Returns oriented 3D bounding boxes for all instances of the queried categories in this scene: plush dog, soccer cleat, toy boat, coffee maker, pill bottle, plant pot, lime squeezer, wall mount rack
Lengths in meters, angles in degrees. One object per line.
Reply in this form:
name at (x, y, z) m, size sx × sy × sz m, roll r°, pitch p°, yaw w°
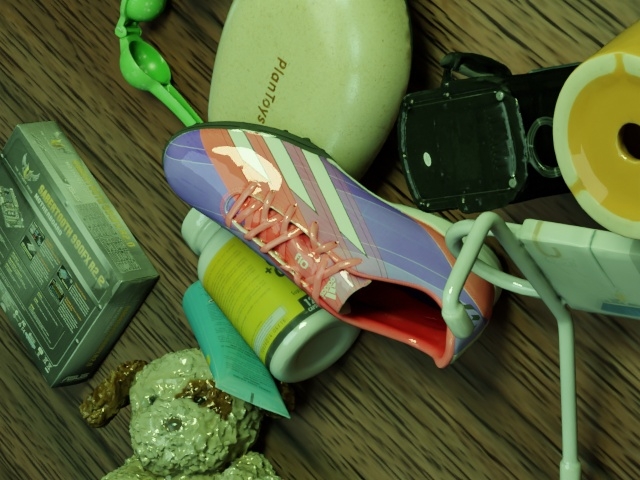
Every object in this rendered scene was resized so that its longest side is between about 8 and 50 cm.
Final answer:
plush dog at (-0.121, 0.217, 1.747) m, size 0.262 × 0.210 × 0.225 m, roll -2°, pitch 80°, yaw 16°
soccer cleat at (0.000, 0.000, 1.516) m, size 0.318 × 0.116 × 0.108 m, roll 26°, pitch 132°, yaw 3°
toy boat at (-0.038, -0.202, 1.613) m, size 0.318 × 0.148 × 0.267 m, roll 44°, pitch 129°, yaw 21°
coffee maker at (0.178, -0.076, 1.384) m, size 0.171 × 0.178 × 0.120 m, roll 25°, pitch 116°, yaw 40°
pill bottle at (-0.051, 0.037, 1.671) m, size 0.184 × 0.103 × 0.103 m, roll 50°, pitch 127°, yaw 26°
plant pot at (0.267, -0.086, 1.215) m, size 0.205 × 0.188 × 0.205 m, roll 22°, pitch 122°, yaw 41°
lime squeezer at (-0.158, -0.216, 1.766) m, size 0.110 × 0.059 × 0.310 m, roll -5°, pitch 92°, yaw 44°
wall mount rack at (0.247, 0.101, 1.333) m, size 0.350 × 0.304 × 0.130 m, roll 10°, pitch 65°, yaw 36°

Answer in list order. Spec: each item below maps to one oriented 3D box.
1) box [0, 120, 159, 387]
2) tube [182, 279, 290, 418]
box at (-0.290, 0.014, 1.928) m, size 0.231 × 0.056 × 0.183 m, roll 53°, pitch 128°, yaw 23°
tube at (-0.085, 0.102, 1.685) m, size 0.052 × 0.080 × 0.207 m, roll -63°, pitch 24°, yaw 15°
